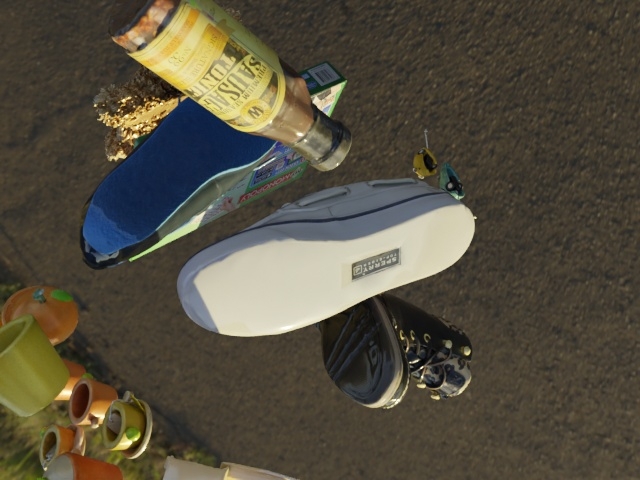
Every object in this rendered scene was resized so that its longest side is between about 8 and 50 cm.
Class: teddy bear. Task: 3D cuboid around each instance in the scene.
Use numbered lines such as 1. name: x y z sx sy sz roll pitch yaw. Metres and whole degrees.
1. teddy bear: -0.236 -0.237 1.282 0.113 0.245 0.338 57 162 6

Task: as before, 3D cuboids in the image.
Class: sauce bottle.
1. sauce bottle: -0.035 -0.073 0.390 0.042 0.042 0.128 -24 139 38

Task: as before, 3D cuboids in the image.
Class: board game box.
1. board game box: -0.121 -0.108 1.146 0.046 0.317 0.213 49 143 15

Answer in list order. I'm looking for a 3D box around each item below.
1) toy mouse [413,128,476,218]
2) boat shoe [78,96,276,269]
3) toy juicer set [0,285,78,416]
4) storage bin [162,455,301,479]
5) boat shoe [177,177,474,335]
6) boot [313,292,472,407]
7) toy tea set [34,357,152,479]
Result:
1. toy mouse: 0.192 -0.077 1.341 0.031 0.161 0.143 -30 118 31
2. boat shoe: -0.137 -0.069 0.802 0.109 0.258 0.089 50 141 3
3. toy juicer set: -0.363 0.133 0.763 0.329 0.209 0.089 -32 113 9
4. storage bin: -0.092 0.341 0.708 0.123 0.262 0.260 11 152 9
5. boat shoe: 0.000 0.000 0.719 0.088 0.267 0.096 46 147 48
6. boot: 0.134 0.181 1.407 0.284 0.377 0.138 28 100 -25
7. toy tea set: -0.397 0.292 1.310 0.124 0.200 0.336 19 179 -39
